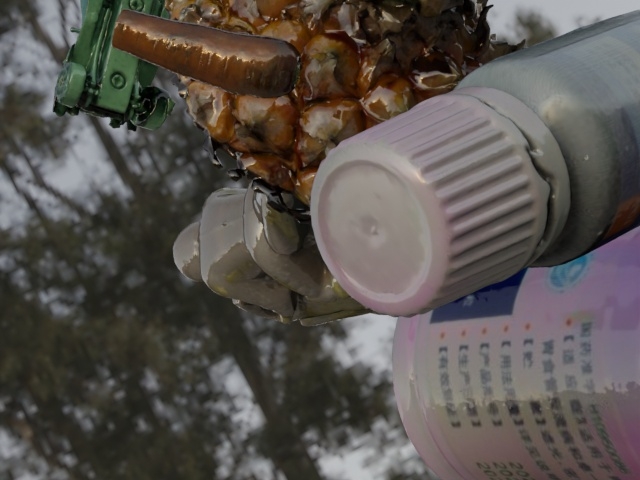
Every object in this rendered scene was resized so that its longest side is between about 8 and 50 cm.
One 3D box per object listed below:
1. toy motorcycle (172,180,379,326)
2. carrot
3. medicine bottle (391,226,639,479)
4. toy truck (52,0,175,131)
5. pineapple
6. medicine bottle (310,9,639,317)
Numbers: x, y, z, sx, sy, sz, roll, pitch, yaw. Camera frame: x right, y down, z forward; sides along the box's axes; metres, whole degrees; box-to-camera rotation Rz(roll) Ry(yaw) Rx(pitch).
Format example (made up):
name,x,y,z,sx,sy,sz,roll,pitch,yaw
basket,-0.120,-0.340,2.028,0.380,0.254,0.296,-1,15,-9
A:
name,x,y,z,sx,sy,sz,roll,pitch,yaw
toy motorcycle,0.000,0.000,1.181,0.223,0.108,0.341,2,-16,-3
carrot,-0.054,-0.090,0.765,0.093,0.032,0.032,15,-21,6
medicine bottle,0.174,0.061,0.810,0.152,0.152,0.254,-12,2,-40
toy truck,-0.143,-0.155,1.117,0.080,0.154,0.078,14,-9,-29
pineapple,0.066,-0.172,0.909,0.262,0.262,0.272,-13,-30,-38
medicine bottle,0.085,-0.033,0.601,0.203,0.083,0.083,-21,-19,-42
